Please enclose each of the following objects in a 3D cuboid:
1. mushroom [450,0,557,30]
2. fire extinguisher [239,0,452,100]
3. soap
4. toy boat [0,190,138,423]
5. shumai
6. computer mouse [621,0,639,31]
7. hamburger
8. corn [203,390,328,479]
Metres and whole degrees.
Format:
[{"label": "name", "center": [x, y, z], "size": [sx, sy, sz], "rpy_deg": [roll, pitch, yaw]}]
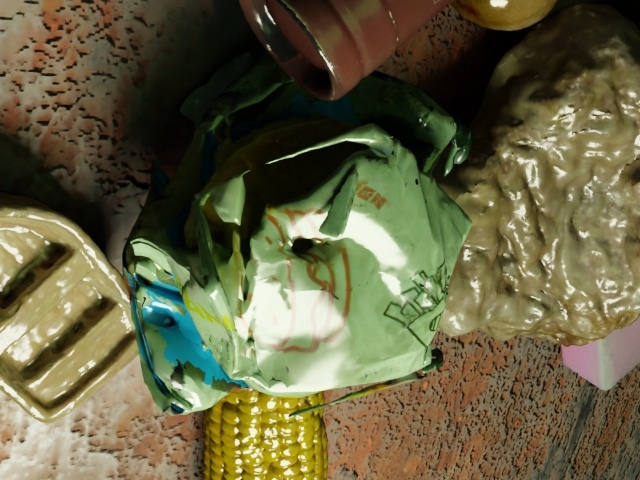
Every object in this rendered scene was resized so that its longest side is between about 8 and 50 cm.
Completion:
[{"label": "mushroom", "center": [0.181, -0.332, 0.788], "size": [0.128, 0.128, 0.350], "rpy_deg": [-9, 125, -38]}, {"label": "fire extinguisher", "center": [0.114, -0.225, 0.686], "size": [0.344, 0.102, 0.138], "rpy_deg": [-41, 95, -10]}, {"label": "soap", "center": [0.355, 0.029, 1.191], "size": [0.181, 0.081, 0.259], "rpy_deg": [-36, 135, -19]}, {"label": "toy boat", "center": [-0.206, 0.033, 0.705], "size": [0.116, 0.061, 0.188], "rpy_deg": [-42, 136, -12]}, {"label": "shumai", "center": [0.156, -0.038, 0.941], "size": [0.283, 0.217, 0.346], "rpy_deg": [-9, 131, -2]}, {"label": "computer mouse", "center": [0.395, -0.188, 1.056], "size": [0.269, 0.100, 0.170], "rpy_deg": [-21, 122, -44]}, {"label": "hamburger", "center": [-0.003, -0.005, 0.723], "size": [0.260, 0.150, 0.276], "rpy_deg": [7, 92, -16]}, {"label": "corn", "center": [-0.048, 0.194, 0.906], "size": [0.119, 0.119, 0.322], "rpy_deg": [-15, 121, -35]}]
